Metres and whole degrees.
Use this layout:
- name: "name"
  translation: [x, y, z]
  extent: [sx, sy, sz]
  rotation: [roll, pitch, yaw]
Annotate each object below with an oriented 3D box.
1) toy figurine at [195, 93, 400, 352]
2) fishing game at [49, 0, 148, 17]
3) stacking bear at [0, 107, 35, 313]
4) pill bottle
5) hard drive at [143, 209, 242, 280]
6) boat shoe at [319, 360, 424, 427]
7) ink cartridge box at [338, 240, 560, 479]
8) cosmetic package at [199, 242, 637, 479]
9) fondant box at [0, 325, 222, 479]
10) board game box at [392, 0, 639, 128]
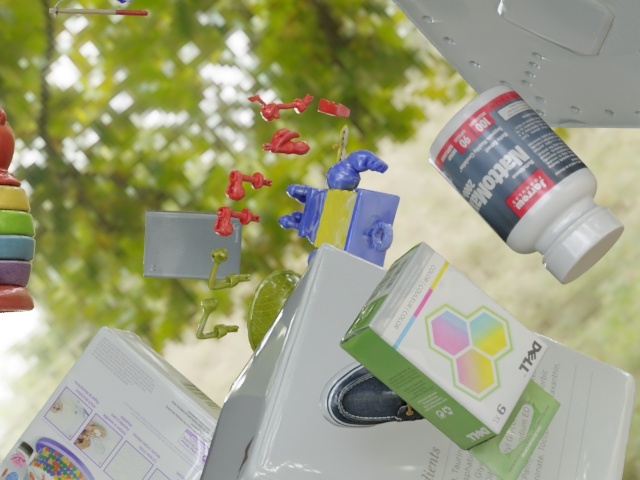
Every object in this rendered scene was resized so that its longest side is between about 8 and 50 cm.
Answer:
- name: "toy figurine"
  translation: [0.000, 0.000, 2.471]
  extent: [0.191, 0.217, 0.362]
  rotation: [12, -86, -42]
- name: "fishing game"
  translation: [-0.311, -0.427, 2.652]
  extent: [0.189, 0.264, 0.041]
  rotation: [0, -18, -7]
- name: "stacking bear"
  translation: [-0.485, -0.043, 2.689]
  extent: [0.164, 0.289, 0.175]
  rotation: [2, -5, -43]
- name: "pill bottle"
  translation: [0.198, -0.050, 1.807]
  extent: [0.108, 0.180, 0.108]
  rotation: [-38, -17, -14]
- name: "hard drive"
  translation: [-0.177, 0.007, 2.651]
  extent: [0.022, 0.135, 0.094]
  rotation: [-108, 21, -74]
- name: "boat shoe"
  translation: [0.095, 0.138, 1.781]
  extent: [0.183, 0.065, 0.083]
  rotation: [-12, 8, -20]
- name: "ink cartridge box"
  translation: [0.131, 0.111, 1.697]
  extent: [0.109, 0.209, 0.062]
  rotation: [-55, 10, -33]
- name: "cosmetic package"
  translation: [0.088, 0.277, 2.099]
  extent: [0.329, 0.393, 0.327]
  rotation: [122, 169, -50]
- name: "fondant box"
  translation: [-0.277, 0.313, 2.484]
  extent: [0.330, 0.238, 0.096]
  rotation: [-53, -19, 5]
- name: "board game box"
  translation: [0.242, -0.243, 1.897]
  extent: [0.390, 0.390, 0.050]
  rotation: [4, 60, 46]
